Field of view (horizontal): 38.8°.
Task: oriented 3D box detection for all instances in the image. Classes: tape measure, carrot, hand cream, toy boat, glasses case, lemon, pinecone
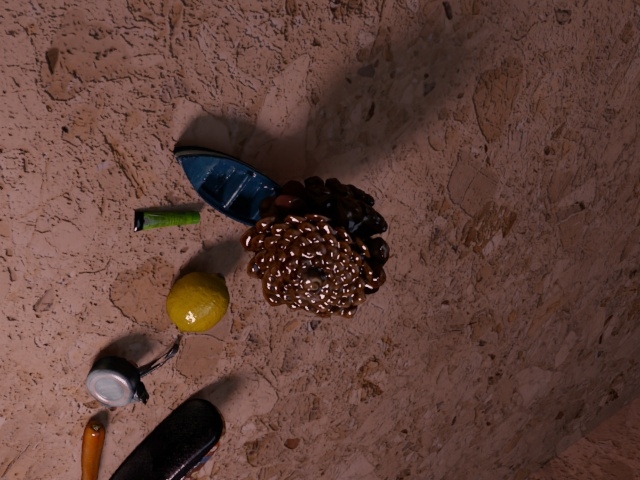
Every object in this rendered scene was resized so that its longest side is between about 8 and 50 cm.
[{"bbox_3d":[-0.361,0.233,1.730,0.180,0.104,0.107,-54,131,-45],"label":"tape measure"},{"bbox_3d":[-0.464,0.451,1.836,0.043,0.043,0.247,-13,134,-34],"label":"carrot"},{"bbox_3d":[-0.265,-0.036,1.568,0.122,0.023,0.036,-6,108,-37],"label":"hand cream"},{"bbox_3d":[-0.155,-0.099,1.576,0.096,0.062,0.299,-50,143,9],"label":"toy boat"},{"bbox_3d":[-0.328,0.467,1.906,0.321,0.122,0.082,-46,141,3],"label":"glasses case"},{"bbox_3d":[-0.224,0.111,1.675,0.133,0.109,0.109,-51,142,0],"label":"lemon"},{"bbox_3d":[0.004,0.008,1.583,0.264,0.264,0.264,-24,139,-24],"label":"pinecone"}]
